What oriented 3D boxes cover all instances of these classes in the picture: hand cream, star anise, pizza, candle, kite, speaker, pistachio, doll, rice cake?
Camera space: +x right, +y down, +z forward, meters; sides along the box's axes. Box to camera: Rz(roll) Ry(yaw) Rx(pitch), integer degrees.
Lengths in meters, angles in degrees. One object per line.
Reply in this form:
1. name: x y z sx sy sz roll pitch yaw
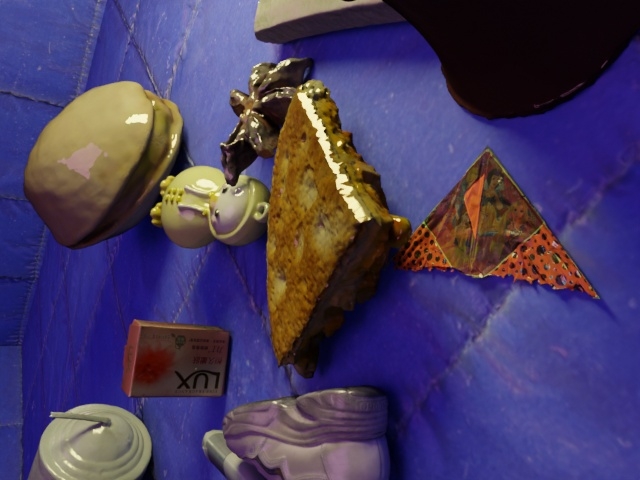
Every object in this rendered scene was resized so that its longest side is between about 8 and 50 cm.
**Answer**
1. hand cream: -0.085 0.306 0.632 0.255 0.079 0.048 -1 69 55
2. star anise: -0.078 -0.191 0.692 0.172 0.063 0.208 -31 42 31
3. pizza: -0.014 -0.016 0.584 0.258 0.087 0.268 -60 38 38
4. candle: -0.468 0.471 0.991 0.342 0.221 0.221 -60 42 22
5. kite: 0.142 -0.024 0.438 0.222 0.008 0.125 6 88 53
6. speaker: 0.091 -0.233 0.298 0.259 0.329 0.198 -26 63 41
7. pistachio: -0.472 -0.162 1.083 0.445 0.281 0.365 -26 54 33
8. doll: -0.170 -0.053 0.767 0.296 0.117 0.141 3 68 53
9. rice cake: 0.015 -0.299 0.614 0.365 0.056 0.073 22 96 53

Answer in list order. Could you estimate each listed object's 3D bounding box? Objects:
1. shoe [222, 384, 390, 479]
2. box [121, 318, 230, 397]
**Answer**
1. shoe: -0.020 0.239 0.537 0.245 0.095 0.138 -25 62 41
2. box: -0.224 0.186 0.767 0.060 0.156 0.111 0 83 60
